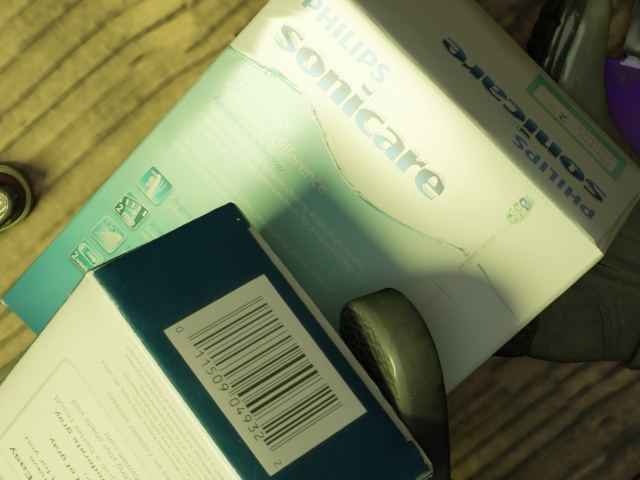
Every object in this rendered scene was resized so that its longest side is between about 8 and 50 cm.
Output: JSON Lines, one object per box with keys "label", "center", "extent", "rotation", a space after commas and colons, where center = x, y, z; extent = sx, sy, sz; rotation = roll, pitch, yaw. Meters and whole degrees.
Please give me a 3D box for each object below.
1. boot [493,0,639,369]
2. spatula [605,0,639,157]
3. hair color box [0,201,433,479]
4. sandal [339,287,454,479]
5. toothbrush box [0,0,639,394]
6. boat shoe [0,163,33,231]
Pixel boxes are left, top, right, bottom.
{"label": "boot", "center": [0.190, -0.031, 1.124], "extent": [0.161, 0.083, 0.246], "rotation": [7, 110, 0]}
{"label": "spatula", "center": [0.202, -0.162, 1.140], "extent": [0.084, 0.030, 0.296], "rotation": [14, 95, 8]}
{"label": "hair color box", "center": [-0.105, 0.147, 1.017], "extent": [0.174, 0.105, 0.347], "rotation": [53, 137, 9]}
{"label": "sandal", "center": [0.057, 0.138, 0.998], "extent": [0.054, 0.097, 0.254], "rotation": [-18, 128, -19]}
{"label": "toothbrush box", "center": [0.000, 0.000, 1.068], "extent": [0.216, 0.126, 0.295], "rotation": [44, 121, 0]}
{"label": "boat shoe", "center": [-0.253, -0.006, 1.174], "extent": [0.152, 0.049, 0.056], "rotation": [-26, 92, 6]}
